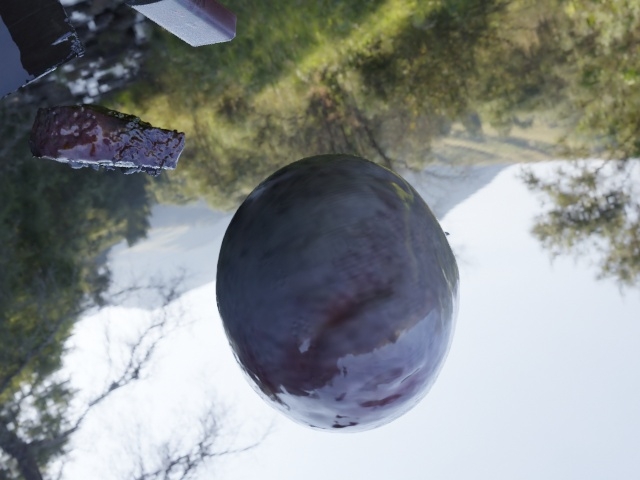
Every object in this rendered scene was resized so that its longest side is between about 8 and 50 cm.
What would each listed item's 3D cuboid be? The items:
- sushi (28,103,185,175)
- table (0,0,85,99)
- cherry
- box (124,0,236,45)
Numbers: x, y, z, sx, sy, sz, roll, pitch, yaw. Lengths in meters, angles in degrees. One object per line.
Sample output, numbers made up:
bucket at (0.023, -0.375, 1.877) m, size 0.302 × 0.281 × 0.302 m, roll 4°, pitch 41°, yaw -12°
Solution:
sushi at (-0.358, -0.168, 1.361) m, size 0.241 × 0.107 × 0.161 m, roll 7°, pitch -177°, yaw 4°
table at (-0.356, -0.221, 0.723) m, size 0.193 × 0.172 × 0.169 m, roll -35°, pitch 157°, yaw -11°
cherry at (0.024, 0.053, 0.939) m, size 0.291 × 0.326 × 0.335 m, roll -6°, pitch 165°, yaw 4°
box at (-0.269, -0.455, 1.616) m, size 0.120 × 0.069 × 0.224 m, roll -3°, pitch 172°, yaw 23°
